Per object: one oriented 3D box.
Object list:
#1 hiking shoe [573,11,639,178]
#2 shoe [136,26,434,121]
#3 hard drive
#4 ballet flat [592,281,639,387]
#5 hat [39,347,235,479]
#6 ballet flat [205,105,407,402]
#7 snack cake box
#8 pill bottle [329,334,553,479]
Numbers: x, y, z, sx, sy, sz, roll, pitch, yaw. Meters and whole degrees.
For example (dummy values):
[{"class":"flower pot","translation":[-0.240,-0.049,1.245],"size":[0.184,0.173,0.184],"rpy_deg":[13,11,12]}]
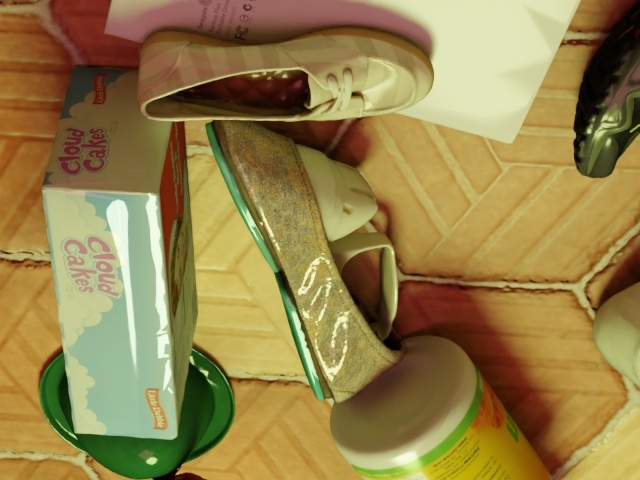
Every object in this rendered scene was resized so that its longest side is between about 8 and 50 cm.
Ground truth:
[{"class":"hiking shoe","translation":[0.265,-0.122,1.281],"size":[0.114,0.086,0.227],"rpy_deg":[21,129,-8]},{"class":"shoe","translation":[-0.027,-0.110,1.283],"size":[0.219,0.058,0.077],"rpy_deg":[2,135,6]},{"class":"hard drive","translation":[0.021,-0.193,1.267],"size":[0.318,0.040,0.210],"rpy_deg":[15,134,-7]},{"class":"ballet flat","translation":[0.362,0.097,1.345],"size":[0.400,0.139,0.139],"rpy_deg":[-3,136,40]},{"class":"hat","translation":[-0.163,0.198,1.539],"size":[0.208,0.184,0.173],"rpy_deg":[-26,124,25]},{"class":"ballet flat","translation":[0.000,0.000,1.421],"size":[0.106,0.108,0.316],"rpy_deg":[-22,134,-1]},{"class":"snack cake box","translation":[-0.153,0.013,1.397],"size":[0.089,0.152,0.264],"rpy_deg":[3,131,4]},{"class":"pill bottle","translation":[0.123,0.210,1.553],"size":[0.136,0.136,0.246],"rpy_deg":[-21,126,22]}]
